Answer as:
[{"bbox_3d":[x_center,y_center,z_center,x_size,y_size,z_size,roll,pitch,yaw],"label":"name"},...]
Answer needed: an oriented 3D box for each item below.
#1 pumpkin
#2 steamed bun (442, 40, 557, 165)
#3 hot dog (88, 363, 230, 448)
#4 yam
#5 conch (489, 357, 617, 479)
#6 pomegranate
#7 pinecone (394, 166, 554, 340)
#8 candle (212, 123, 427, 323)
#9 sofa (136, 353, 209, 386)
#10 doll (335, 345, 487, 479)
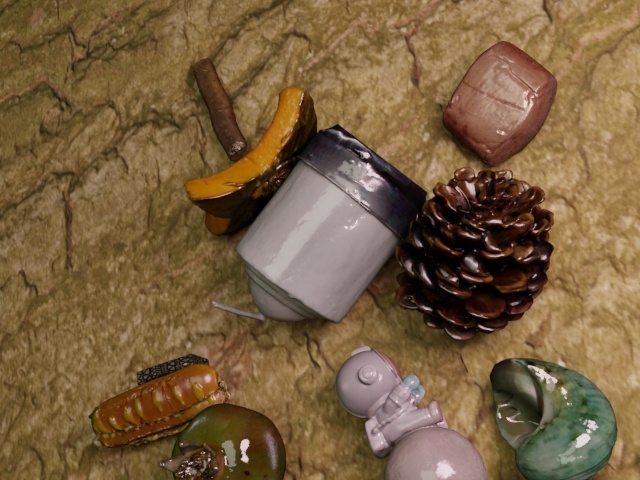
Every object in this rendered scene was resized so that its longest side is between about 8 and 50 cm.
[{"bbox_3d":[-0.103,-0.113,1.263,0.258,0.290,0.095,-41,82,-5],"label":"pumpkin"},{"bbox_3d":[0.294,-0.215,1.210,0.145,0.106,0.175,44,106,23],"label":"steamed bun"},{"bbox_3d":[-0.271,0.288,1.268,0.269,0.115,0.072,-27,43,19],"label":"hot dog"},{"bbox_3d":[-0.194,-0.255,1.455,0.056,0.057,0.241,-29,62,11],"label":"yam"},{"bbox_3d":[0.318,0.255,1.025,0.175,0.122,0.188,-14,64,40],"label":"conch"},{"bbox_3d":[-0.152,0.337,1.135,0.181,0.224,0.182,-3,77,16],"label":"pomegranate"},{"bbox_3d":[0.226,0.019,1.079,0.224,0.272,0.224,8,49,-10],"label":"pinecone"},{"bbox_3d":[0.000,0.000,1.193,0.221,0.221,0.342,38,93,28],"label":"candle"},{"bbox_3d":[-0.255,0.235,1.304,0.118,0.060,0.039,-21,62,15],"label":"sofa"},{"bbox_3d":[0.118,0.276,1.093,0.151,0.151,0.287,-40,58,5],"label":"doll"}]
